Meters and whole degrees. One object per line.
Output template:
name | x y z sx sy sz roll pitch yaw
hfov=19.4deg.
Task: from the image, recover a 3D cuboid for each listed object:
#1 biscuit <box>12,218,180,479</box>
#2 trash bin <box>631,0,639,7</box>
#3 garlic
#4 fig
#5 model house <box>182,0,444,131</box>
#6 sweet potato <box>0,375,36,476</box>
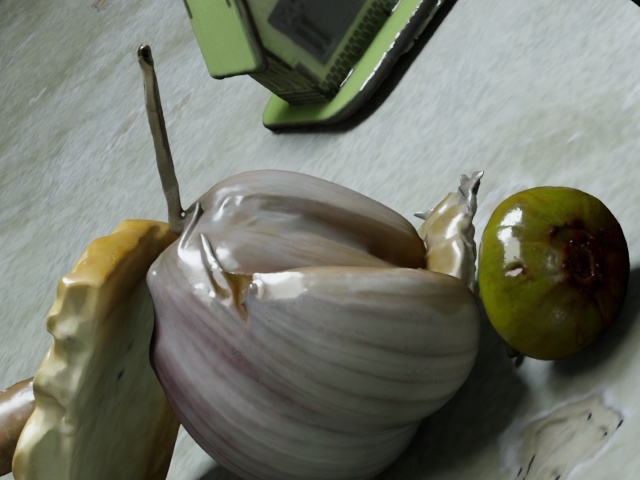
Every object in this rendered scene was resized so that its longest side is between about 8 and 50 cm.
biscuit | -0.126 0.113 1.099 0.204 0.040 0.309 -53 -22 -59
trash bin | 0.262 -0.256 0.886 0.301 0.203 0.252 -32 55 40
garlic | 0.000 0.000 0.997 0.207 0.257 0.207 -17 8 3
fig | 0.109 0.017 0.934 0.082 0.084 0.098 -20 -1 -24
model house | -0.056 -0.241 1.446 0.205 0.278 0.218 -57 19 -12
sweet potato | -0.309 0.148 1.311 0.385 0.109 0.109 -6 26 -1
